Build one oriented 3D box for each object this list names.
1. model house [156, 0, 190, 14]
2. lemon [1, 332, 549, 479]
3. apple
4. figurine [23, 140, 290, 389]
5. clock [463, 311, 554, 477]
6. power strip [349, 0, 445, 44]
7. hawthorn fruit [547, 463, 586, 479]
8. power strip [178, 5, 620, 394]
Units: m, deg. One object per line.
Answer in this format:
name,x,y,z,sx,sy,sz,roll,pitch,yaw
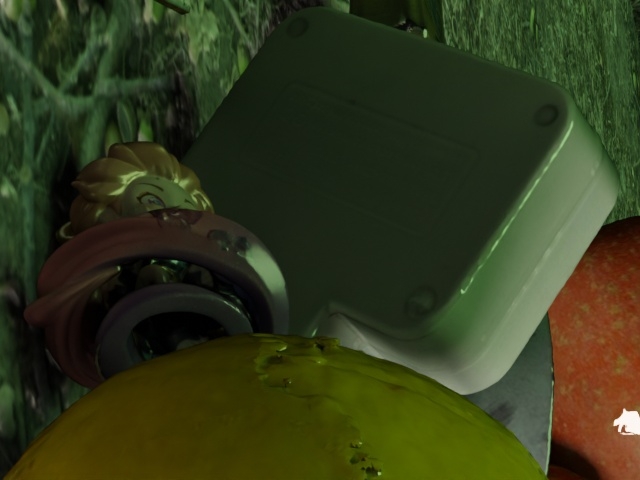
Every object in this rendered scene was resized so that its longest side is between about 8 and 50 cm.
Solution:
model house,-0.077,-0.210,0.967,0.271,0.206,0.178,179,-96,-71
lemon,-0.017,0.177,0.834,0.297,0.297,0.297,-6,90,-75
apple,0.276,0.121,1.788,0.348,0.348,0.277,-14,85,-74
figurine,-0.089,0.019,0.986,0.157,0.126,0.114,44,-66,57
clock,0.059,0.139,1.238,0.319,0.066,0.319,-170,-90,-78
power strip,0.060,-0.187,1.470,0.387,0.066,0.092,-87,162,-56
hawthorn fruit,0.153,0.259,1.614,0.189,0.189,0.189,-6,90,-75
power strip,0.000,0.000,1.099,0.261,0.229,0.141,-56,139,-11
